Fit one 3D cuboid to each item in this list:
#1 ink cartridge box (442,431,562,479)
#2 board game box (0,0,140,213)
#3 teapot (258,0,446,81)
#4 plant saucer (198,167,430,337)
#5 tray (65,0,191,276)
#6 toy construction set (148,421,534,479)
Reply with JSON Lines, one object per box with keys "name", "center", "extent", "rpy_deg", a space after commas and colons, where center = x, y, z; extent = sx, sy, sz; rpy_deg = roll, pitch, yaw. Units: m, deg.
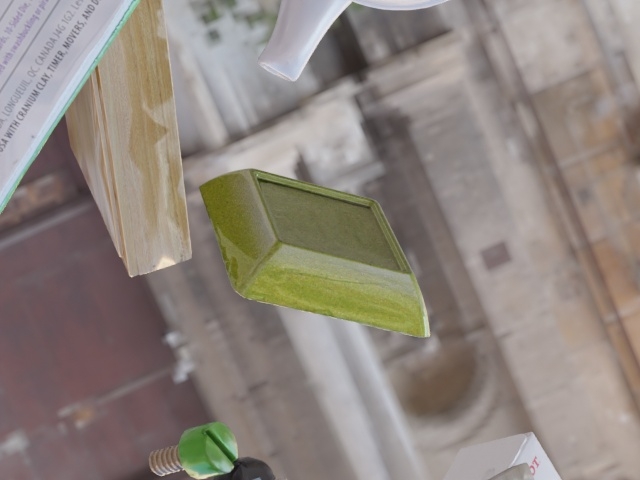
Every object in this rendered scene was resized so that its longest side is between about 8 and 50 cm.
{"name": "ink cartridge box", "center": [0.210, 0.349, 1.949], "extent": [0.100, 0.237, 0.172], "rpy_deg": [-17, -156, 38]}
{"name": "board game box", "center": [-0.159, -0.188, 0.493], "extent": [0.242, 0.316, 0.064], "rpy_deg": [-55, -164, 7]}
{"name": "teapot", "center": [0.054, -0.246, 1.222], "extent": [0.252, 0.256, 0.187], "rpy_deg": [-2, -133, 22]}
{"name": "plant saucer", "center": [0.000, 0.000, 1.640], "extent": [0.188, 0.045, 0.188], "rpy_deg": [13, -153, -22]}
{"name": "tray", "center": [-0.202, -0.178, 1.744], "extent": [0.076, 0.411, 0.203], "rpy_deg": [-17, -131, -14]}
{"name": "toy construction set", "center": [0.057, 0.275, 1.188], "extent": [0.237, 0.309, 0.257], "rpy_deg": [-19, 152, 34]}
